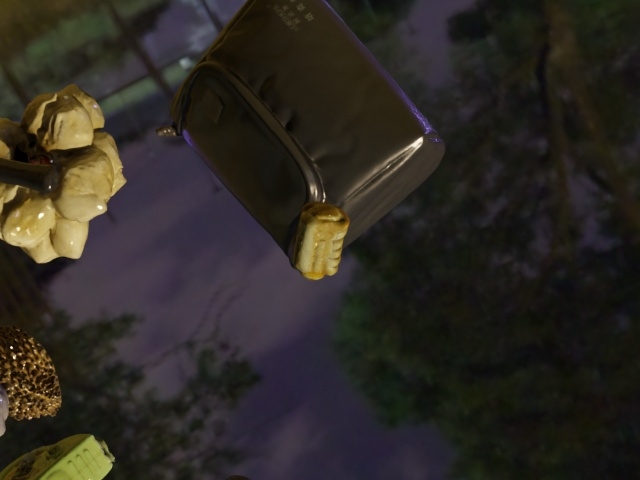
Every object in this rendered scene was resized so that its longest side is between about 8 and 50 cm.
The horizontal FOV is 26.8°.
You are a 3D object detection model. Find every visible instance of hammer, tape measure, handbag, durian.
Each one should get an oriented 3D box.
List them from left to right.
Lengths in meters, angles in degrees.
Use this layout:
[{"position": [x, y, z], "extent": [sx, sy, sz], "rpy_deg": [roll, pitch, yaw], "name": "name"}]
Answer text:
[{"position": [-0.352, -0.082, 1.298], "extent": [0.246, 0.103, 0.029], "rpy_deg": [9, 177, 26], "name": "hammer"}, {"position": [-0.477, 0.205, 2.028], "extent": [0.188, 0.148, 0.091], "rpy_deg": [36, -131, 24], "name": "durian"}, {"position": [-0.458, 0.408, 2.204], "extent": [0.175, 0.106, 0.200], "rpy_deg": [-10, -152, 48], "name": "tape measure"}, {"position": [-0.042, -0.135, 1.619], "extent": [0.275, 0.302, 0.178], "rpy_deg": [-41, 168, 10], "name": "handbag"}]

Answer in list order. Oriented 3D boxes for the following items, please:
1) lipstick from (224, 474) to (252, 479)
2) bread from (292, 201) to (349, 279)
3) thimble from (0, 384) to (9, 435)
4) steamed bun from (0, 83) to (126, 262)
[{"position": [-0.146, 0.373, 1.655], "extent": [0.234, 0.053, 0.053], "rpy_deg": [-54, 175, 38], "name": "lipstick"}, {"position": [0.000, 0.000, 1.305], "extent": [0.049, 0.088, 0.033], "rpy_deg": [6, -140, -3], "name": "bread"}, {"position": [-0.549, 0.240, 1.841], "extent": [0.217, 0.157, 0.245], "rpy_deg": [-43, -156, -21], "name": "thimble"}, {"position": [-0.319, -0.070, 1.525], "extent": [0.177, 0.192, 0.106], "rpy_deg": [-27, 171, 21], "name": "steamed bun"}]
